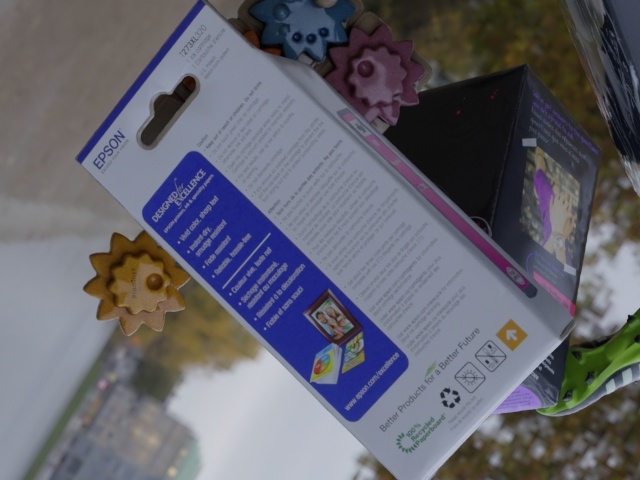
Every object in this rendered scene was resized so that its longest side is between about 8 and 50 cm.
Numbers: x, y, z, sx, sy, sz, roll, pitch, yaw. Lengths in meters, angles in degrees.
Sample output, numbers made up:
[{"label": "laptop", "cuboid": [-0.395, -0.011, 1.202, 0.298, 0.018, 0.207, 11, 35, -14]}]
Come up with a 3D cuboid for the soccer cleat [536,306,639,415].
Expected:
[{"label": "soccer cleat", "cuboid": [0.256, 0.105, 1.522, 0.179, 0.072, 0.060, -38, -134, 36]}]

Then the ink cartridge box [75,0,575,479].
[{"label": "ink cartridge box", "cuboid": [0.000, 0.000, 1.356, 0.176, 0.371, 0.069, -49, 175, 23]}]

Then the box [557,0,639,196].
[{"label": "box", "cuboid": [0.288, -0.155, 1.306, 0.179, 0.313, 0.343, -23, -158, 5]}]

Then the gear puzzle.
[{"label": "gear puzzle", "cuboid": [-0.071, -0.068, 1.426, 0.339, 0.175, 0.044, -49, -168, -4]}]

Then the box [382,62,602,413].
[{"label": "box", "cuboid": [0.126, 0.004, 1.557, 0.165, 0.143, 0.270, -12, -130, 37]}]
